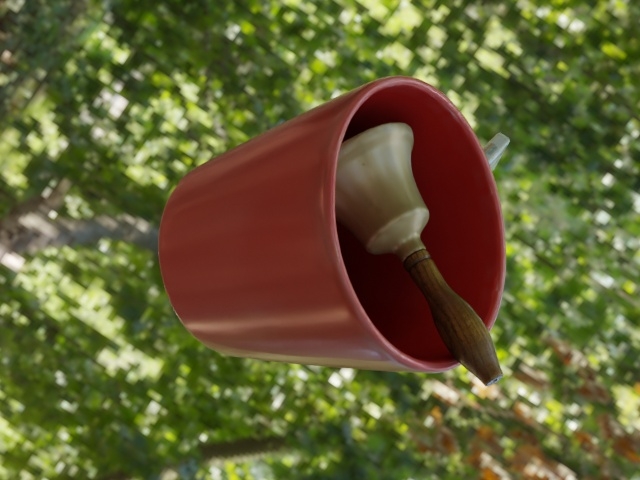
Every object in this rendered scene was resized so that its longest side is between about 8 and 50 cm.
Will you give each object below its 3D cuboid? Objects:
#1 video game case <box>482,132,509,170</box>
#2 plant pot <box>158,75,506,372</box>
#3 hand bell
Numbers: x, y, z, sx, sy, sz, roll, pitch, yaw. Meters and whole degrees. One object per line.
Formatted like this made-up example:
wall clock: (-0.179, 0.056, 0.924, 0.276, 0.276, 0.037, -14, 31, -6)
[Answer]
video game case: (0.196, -0.040, 2.084, 0.206, 0.026, 0.227, -42, 163, -57)
plant pot: (0.000, 0.000, 1.284, 0.243, 0.275, 0.275, -10, -144, 38)
hand bell: (0.093, 0.025, 1.237, 0.126, 0.242, 0.126, -29, 160, -12)
